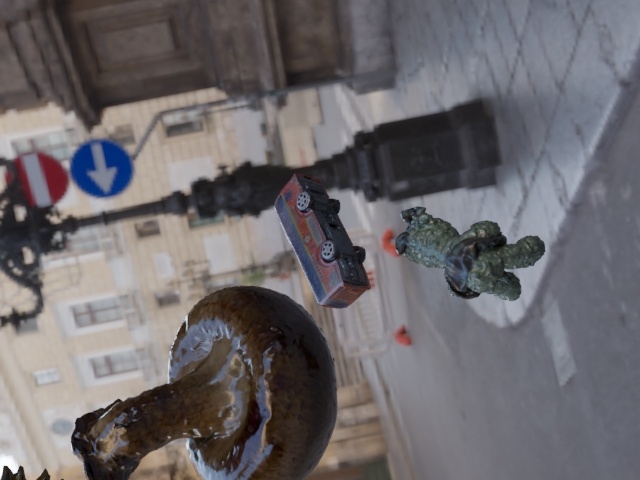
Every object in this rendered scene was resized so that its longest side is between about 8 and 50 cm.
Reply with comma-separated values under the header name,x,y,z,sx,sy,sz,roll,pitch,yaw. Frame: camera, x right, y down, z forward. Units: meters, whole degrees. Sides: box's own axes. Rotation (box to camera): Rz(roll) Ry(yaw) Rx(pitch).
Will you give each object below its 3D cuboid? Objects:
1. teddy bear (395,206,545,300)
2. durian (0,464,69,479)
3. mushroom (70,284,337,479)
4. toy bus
name,x,y,z,sx,sy,sz,roll,pitch,yaw
teddy bear,0.206,0.029,1.434,0.111,0.213,0.133,-67,-4,-63
durian,-0.280,0.364,0.823,0.348,0.347,0.385,-104,12,-60
mushroom,-0.163,0.222,1.518,0.334,0.356,0.331,-57,24,32
toy bus,0.000,0.000,1.343,0.065,0.077,0.192,13,-139,-45
